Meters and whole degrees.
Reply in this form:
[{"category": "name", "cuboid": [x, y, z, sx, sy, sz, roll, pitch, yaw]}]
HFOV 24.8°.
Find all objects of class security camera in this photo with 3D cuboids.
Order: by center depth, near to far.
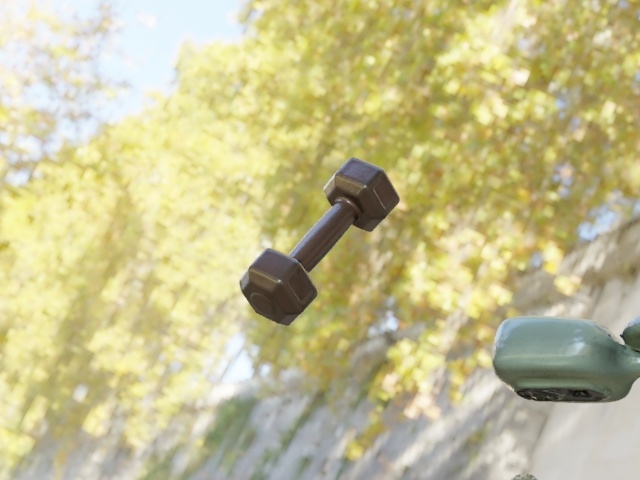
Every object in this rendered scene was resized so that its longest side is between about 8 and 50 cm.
[{"category": "security camera", "cuboid": [0.336, 0.131, 1.583, 0.301, 0.080, 0.157, -5, -27, 30]}]

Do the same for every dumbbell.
[{"category": "dumbbell", "cuboid": [0.000, 0.000, 1.706, 0.082, 0.231, 0.092, -3, -53, 50]}]

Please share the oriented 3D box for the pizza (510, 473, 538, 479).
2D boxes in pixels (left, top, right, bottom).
[{"category": "pizza", "cuboid": [0.253, 0.420, 1.933, 0.069, 0.194, 0.154, 11, -54, -3]}]
